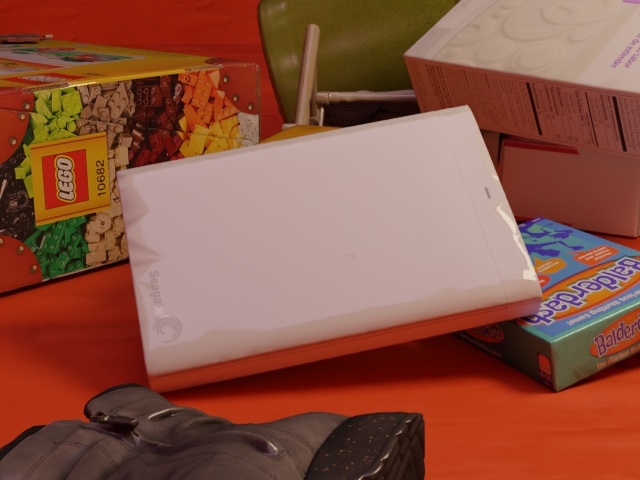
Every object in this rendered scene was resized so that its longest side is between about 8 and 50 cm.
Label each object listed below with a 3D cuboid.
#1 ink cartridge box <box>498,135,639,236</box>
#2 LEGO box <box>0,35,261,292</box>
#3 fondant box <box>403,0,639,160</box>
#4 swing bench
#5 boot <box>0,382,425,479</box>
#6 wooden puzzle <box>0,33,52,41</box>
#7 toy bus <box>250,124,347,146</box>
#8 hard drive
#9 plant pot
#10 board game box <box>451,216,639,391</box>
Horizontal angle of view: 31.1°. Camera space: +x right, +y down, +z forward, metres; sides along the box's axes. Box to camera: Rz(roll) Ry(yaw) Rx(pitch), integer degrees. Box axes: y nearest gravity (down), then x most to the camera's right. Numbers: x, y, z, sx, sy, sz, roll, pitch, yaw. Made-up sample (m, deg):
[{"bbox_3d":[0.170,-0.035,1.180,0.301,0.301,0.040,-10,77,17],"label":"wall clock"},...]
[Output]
[{"bbox_3d":[0.337,-0.088,1.403,0.172,0.100,0.237,10,18,26],"label":"ink cartridge box"},{"bbox_3d":[-0.370,-0.117,1.337,0.500,0.193,0.373,14,21,41],"label":"LEGO box"},{"bbox_3d":[0.294,-0.212,1.259,0.330,0.096,0.238,18,52,40],"label":"fondant box"},{"bbox_3d":[0.094,-0.144,1.463,0.253,0.165,0.254,3,42,6],"label":"swing bench"},{"bbox_3d":[-0.092,0.159,0.573,0.223,0.118,0.338,3,5,20],"label":"boot"},{"bbox_3d":[-0.388,-0.261,1.482,0.083,0.006,0.049,-3,16,-12],"label":"wooden puzzle"},{"bbox_3d":[-0.027,-0.036,1.173,0.108,0.130,0.333,6,17,18],"label":"toy bus"},{"bbox_3d":[0.000,0.000,0.934,0.308,0.040,0.203,-11,56,-6],"label":"hard drive"},{"bbox_3d":[0.102,-0.288,1.707,0.353,0.366,0.366,-14,15,6],"label":"plant pot"},{"bbox_3d":[0.195,0.046,0.989,0.160,0.047,0.210,-21,24,-24],"label":"board game box"}]
